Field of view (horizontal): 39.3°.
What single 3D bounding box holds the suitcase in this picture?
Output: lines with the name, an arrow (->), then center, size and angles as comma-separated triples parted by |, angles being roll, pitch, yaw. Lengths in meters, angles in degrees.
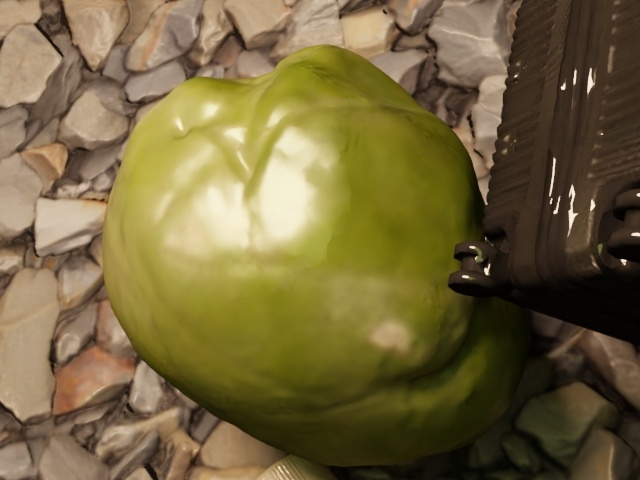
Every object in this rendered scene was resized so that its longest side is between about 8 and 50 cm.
suitcase -> 0.258, -0.038, 0.497 | 0.335, 0.152, 0.230 | 19, 73, -22

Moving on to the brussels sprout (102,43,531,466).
brussels sprout -> -0.004, 0.002, 0.590 | 0.242, 0.273, 0.316 | -49, 61, 20

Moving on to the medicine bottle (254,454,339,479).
medicine bottle -> 0.041, 0.250, 0.572 | 0.114, 0.114, 0.252 | -40, 62, 0
